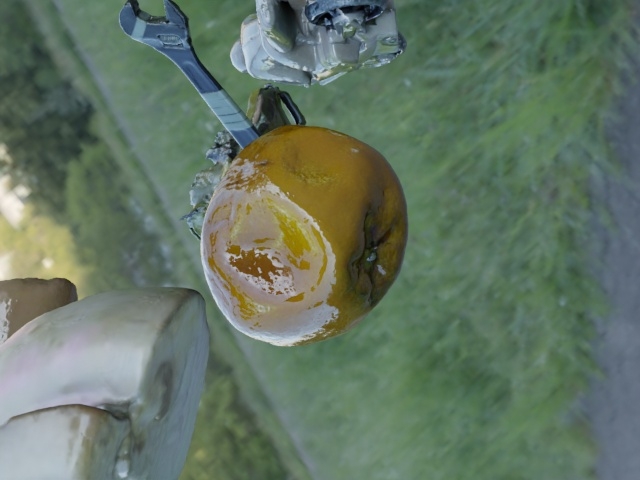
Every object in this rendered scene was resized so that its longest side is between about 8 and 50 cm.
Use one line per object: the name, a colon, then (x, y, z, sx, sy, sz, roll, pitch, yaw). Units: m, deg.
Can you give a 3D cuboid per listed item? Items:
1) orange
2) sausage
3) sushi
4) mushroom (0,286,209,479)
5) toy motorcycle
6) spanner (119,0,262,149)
orange: (0.000, 0.000, 1.346, 0.183, 0.249, 0.249, 23, 151, 32)
sausage: (-0.325, 0.166, 1.308, 0.123, 0.253, 0.123, 5, 170, 1)
sushi: (-0.107, -0.097, 1.879, 0.131, 0.291, 0.139, -6, 137, 32)
mushroom: (-0.185, 0.101, 0.892, 0.162, 0.173, 0.236, 14, 179, 9)
toy motorcycle: (-0.009, -0.252, 1.510, 0.340, 0.222, 0.108, 28, -126, -83)
spanner: (-0.130, -0.183, 1.525, 0.087, 0.024, 0.316, -11, 134, 35)
